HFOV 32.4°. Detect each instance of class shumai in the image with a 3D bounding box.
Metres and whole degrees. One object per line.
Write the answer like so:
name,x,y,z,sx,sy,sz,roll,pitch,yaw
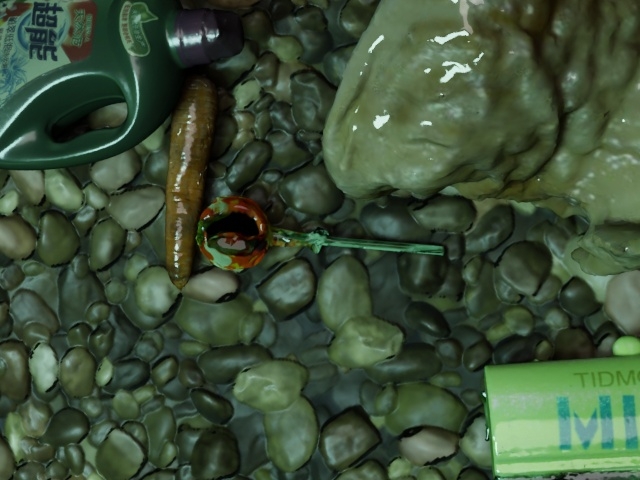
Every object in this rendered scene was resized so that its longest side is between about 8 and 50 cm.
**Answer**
shumai,0.183,-0.116,0.673,0.262,0.267,0.314,30,98,11

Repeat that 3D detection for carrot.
carrot,-0.101,-0.045,0.830,0.035,0.035,0.165,7,90,9

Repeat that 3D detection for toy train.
toy train,0.218,0.142,0.745,0.253,0.105,0.157,-5,73,6

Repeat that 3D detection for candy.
candy,0.000,0.000,0.814,0.184,0.049,0.056,5,94,0

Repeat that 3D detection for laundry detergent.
laundry detergent,-0.163,-0.124,0.807,0.221,0.078,0.144,-2,76,15
